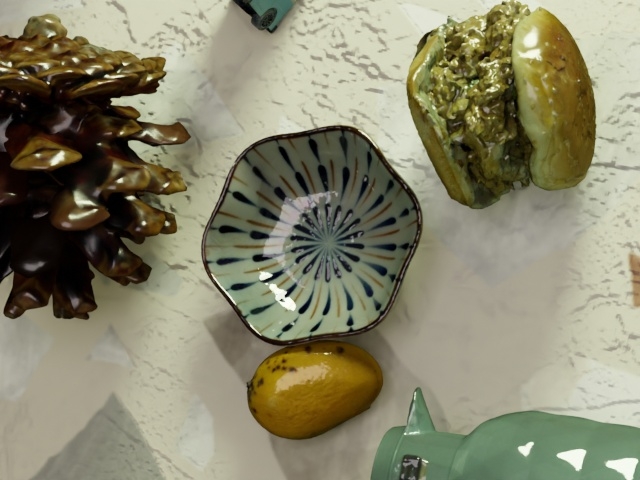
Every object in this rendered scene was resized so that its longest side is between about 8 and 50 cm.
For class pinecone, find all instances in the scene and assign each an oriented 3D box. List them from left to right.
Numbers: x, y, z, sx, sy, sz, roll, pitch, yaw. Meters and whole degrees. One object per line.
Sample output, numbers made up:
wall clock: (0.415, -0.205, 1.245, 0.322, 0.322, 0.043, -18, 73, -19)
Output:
pinecone: (-0.223, -0.054, 1.455, 0.264, 0.264, 0.264, -3, 78, 16)

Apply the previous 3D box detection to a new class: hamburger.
hamburger: (0.157, -0.112, 1.398, 0.131, 0.185, 0.159, -16, 116, 27)

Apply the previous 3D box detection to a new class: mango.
mango: (-0.005, 0.121, 1.439, 0.114, 0.057, 0.079, -12, 96, 8)

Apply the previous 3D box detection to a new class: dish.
dish: (0.000, 0.000, 1.462, 0.190, 0.066, 0.191, -3, 80, 17)

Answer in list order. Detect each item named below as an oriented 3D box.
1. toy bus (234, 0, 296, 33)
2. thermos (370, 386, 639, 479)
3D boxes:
toy bus: (-0.055, -0.234, 1.498, 0.075, 0.123, 0.060, -47, 70, 0)
thermos: (0.177, 0.217, 1.327, 0.286, 0.145, 0.182, 7, 92, 20)
